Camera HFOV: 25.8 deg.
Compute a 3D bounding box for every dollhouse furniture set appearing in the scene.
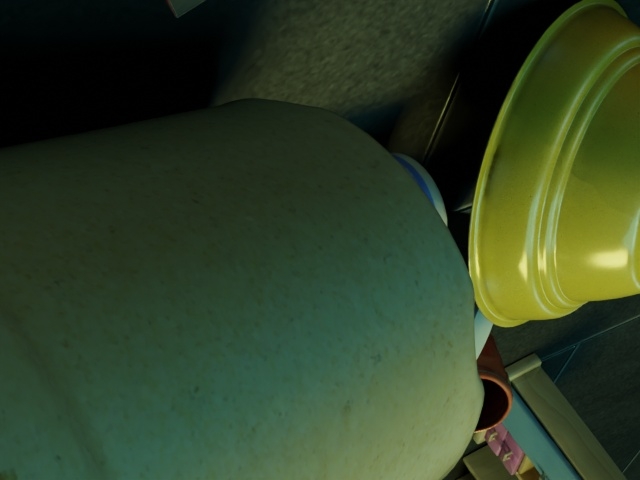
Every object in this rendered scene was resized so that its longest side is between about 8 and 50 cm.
[{"bbox_3d":[0.116,0.299,1.323,0.303,0.198,0.286,-24,152,-20],"label":"dollhouse furniture set"}]

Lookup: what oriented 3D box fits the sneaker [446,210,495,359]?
[{"bbox_3d":[0.005,0.080,0.877,0.126,0.127,0.321,-21,-149,54],"label":"sneaker"}]

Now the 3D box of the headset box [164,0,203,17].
[{"bbox_3d":[-0.049,-0.131,0.540,0.062,0.083,0.032,-32,154,-4],"label":"headset box"}]

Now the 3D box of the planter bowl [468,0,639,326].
[{"bbox_3d":[0.185,-0.034,0.861,0.217,0.090,0.217,-35,135,-44],"label":"planter bowl"}]

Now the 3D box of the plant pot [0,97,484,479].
[{"bbox_3d":[-0.101,0.079,0.620,0.305,0.334,0.333,-27,155,-41],"label":"plant pot"}]

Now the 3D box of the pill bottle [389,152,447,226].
[{"bbox_3d":[0.000,0.000,0.822,0.137,0.078,0.078,-18,149,-31],"label":"pill bottle"}]

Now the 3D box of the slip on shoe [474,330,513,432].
[{"bbox_3d":[0.020,0.115,1.015,0.331,0.101,0.123,-5,143,-43],"label":"slip on shoe"}]
